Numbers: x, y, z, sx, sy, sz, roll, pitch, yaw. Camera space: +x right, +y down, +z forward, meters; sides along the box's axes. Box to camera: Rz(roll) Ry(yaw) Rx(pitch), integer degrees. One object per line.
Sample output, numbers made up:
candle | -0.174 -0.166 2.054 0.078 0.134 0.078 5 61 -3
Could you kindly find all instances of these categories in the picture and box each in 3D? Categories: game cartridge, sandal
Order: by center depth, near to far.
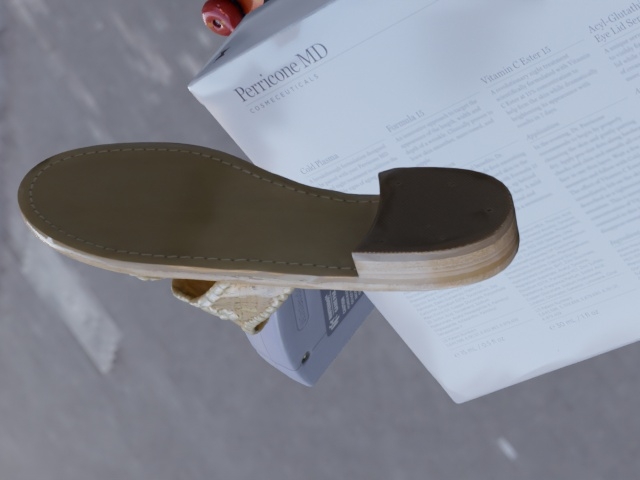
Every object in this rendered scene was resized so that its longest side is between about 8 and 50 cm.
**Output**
sandal | -0.024 0.013 0.914 0.240 0.088 0.079 3 131 21
game cartridge | 0.000 0.000 1.790 0.062 0.198 0.297 32 155 24

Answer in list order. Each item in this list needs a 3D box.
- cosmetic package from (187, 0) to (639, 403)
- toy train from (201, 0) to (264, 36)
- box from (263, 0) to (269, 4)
cosmetic package | 0.143 -0.077 1.184 0.377 0.097 0.284 -24 114 43
toy train | -0.035 -0.239 1.885 0.143 0.105 0.248 2 137 42
box | 0.042 -0.255 1.787 0.077 0.180 0.147 15 99 37
